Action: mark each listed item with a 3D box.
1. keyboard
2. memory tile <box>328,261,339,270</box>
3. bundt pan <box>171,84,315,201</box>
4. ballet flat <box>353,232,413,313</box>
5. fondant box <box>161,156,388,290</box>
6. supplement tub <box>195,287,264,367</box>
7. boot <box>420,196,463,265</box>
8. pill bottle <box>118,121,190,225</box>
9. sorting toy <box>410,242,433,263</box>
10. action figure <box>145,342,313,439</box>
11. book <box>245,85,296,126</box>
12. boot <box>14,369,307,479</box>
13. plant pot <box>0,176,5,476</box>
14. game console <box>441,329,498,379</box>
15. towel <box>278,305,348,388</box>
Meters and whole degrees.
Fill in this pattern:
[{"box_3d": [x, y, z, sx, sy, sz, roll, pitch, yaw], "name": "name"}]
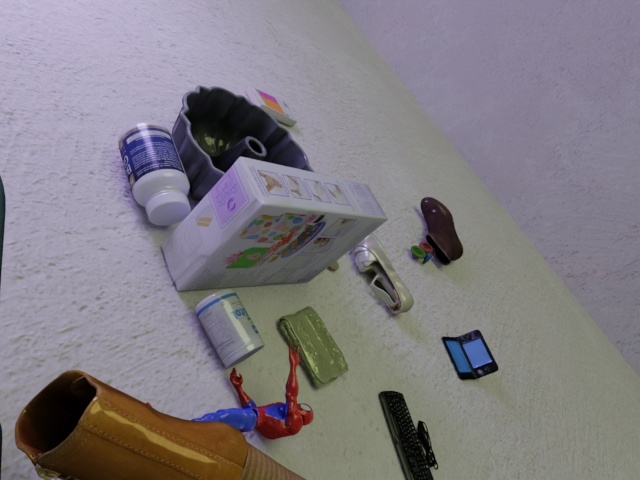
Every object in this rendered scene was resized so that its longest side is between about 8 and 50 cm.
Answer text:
[{"box_3d": [0.183, 0.382, 0.908, 0.100, 0.038, 0.191, 17, 44, -42], "name": "keyboard"}, {"box_3d": [0.000, 0.000, 1.119, 0.113, 0.012, 0.148, 35, 34, -23], "name": "memory tile"}, {"box_3d": [-0.169, -0.156, 0.967, 0.331, 0.124, 0.330, 33, 34, -26], "name": "bundt pan"}, {"box_3d": [0.140, 0.076, 1.158, 0.248, 0.086, 0.086, 55, 31, 8], "name": "ballet flat"}, {"box_3d": [-0.069, -0.015, 0.826, 0.330, 0.238, 0.096, 1, 56, -52], "name": "fondant box"}, {"box_3d": [-0.143, 0.136, 0.731, 0.071, 0.071, 0.107, -14, 67, -56], "name": "supplement tub"}, {"box_3d": [0.400, -0.039, 1.594, 0.248, 0.090, 0.207, 59, 30, 9], "name": "boot"}, {"box_3d": [-0.282, -0.113, 0.803, 0.094, 0.094, 0.169, 5, 52, -50], "name": "pill bottle"}, {"box_3d": [0.314, 0.044, 1.452, 0.102, 0.042, 0.061, -19, 55, -45], "name": "sorting toy"}, {"box_3d": [-0.119, 0.213, 0.650, 0.281, 0.092, 0.138, 19, 54, -40], "name": "action figure"}, {"box_3d": [-0.142, -0.389, 1.349, 0.144, 0.035, 0.096, 9, 46, -48], "name": "book"}, {"box_3d": [-0.164, 0.197, 0.418, 0.211, 0.295, 0.104, 37, 47, -20], "name": "boot"}, {"box_3d": [-0.374, 0.059, 0.299, 0.341, 0.341, 0.334, 21, 33, -39], "name": "plant pot"}, {"box_3d": [0.399, 0.301, 1.243, 0.071, 0.107, 0.122, 55, 14, -58], "name": "game console"}, {"box_3d": [-0.011, 0.196, 0.875, 0.110, 0.027, 0.148, -12, 65, -57], "name": "towel"}]
